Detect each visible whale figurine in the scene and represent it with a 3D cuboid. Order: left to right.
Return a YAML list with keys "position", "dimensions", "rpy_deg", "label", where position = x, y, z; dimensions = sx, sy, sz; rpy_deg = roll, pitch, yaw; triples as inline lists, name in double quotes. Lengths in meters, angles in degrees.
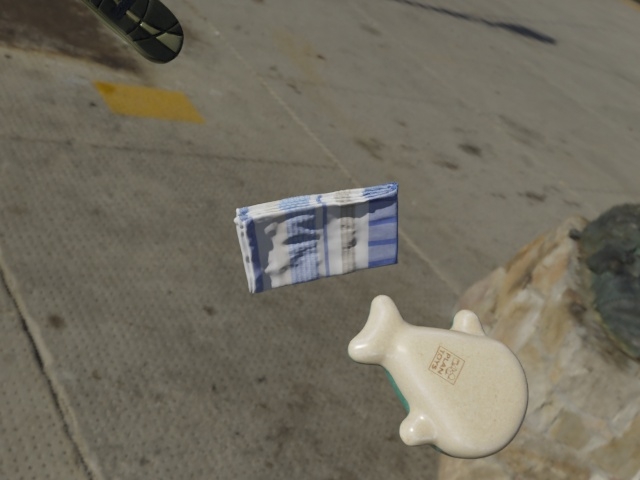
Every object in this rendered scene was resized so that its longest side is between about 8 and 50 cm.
- position: [0.157, 0.192, 1.222]
  dimensions: [0.272, 0.141, 0.216]
  rpy_deg: [33, 67, -9]
  label: "whale figurine"

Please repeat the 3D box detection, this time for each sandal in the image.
- position: [-0.361, -0.424, 1.488]
  dimensions: [0.086, 0.120, 0.303]
  rpy_deg: [18, -29, 54]
  label: "sandal"

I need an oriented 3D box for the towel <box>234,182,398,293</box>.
- position: [0.000, 0.000, 1.502]
  dimensions: [0.285, 0.209, 0.034]
  rpy_deg: [-10, 46, -7]
  label: "towel"
